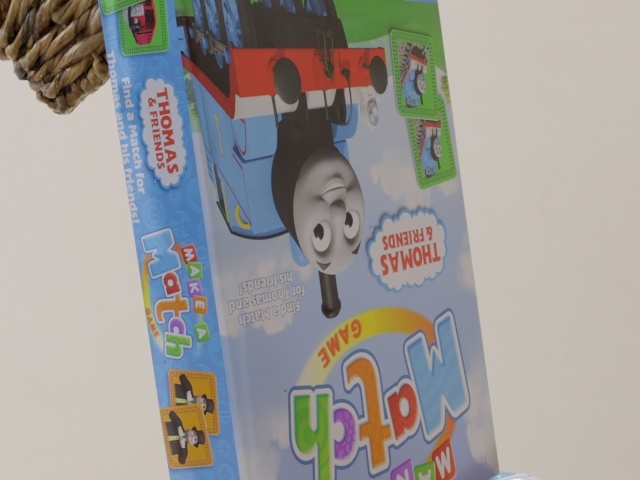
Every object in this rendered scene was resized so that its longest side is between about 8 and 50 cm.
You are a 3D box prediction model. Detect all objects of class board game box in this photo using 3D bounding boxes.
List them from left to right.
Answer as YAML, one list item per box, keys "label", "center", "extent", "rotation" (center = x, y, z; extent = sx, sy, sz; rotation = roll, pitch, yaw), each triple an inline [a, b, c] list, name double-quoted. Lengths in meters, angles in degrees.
- label: "board game box"
  center: [0.000, 0.000, 0.466]
  extent: [0.039, 0.212, 0.160]
  rotation: [-5, 4, 35]

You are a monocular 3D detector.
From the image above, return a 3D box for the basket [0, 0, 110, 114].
- label: "basket"
  center: [-0.178, -0.264, 1.024]
  extent: [0.223, 0.299, 0.213]
  rotation: [46, -55, -12]

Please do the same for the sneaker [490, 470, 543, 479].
- label: "sneaker"
  center: [0.119, 0.283, 0.988]
  extent: [0.086, 0.237, 0.085]
  rotation: [26, 11, 30]
